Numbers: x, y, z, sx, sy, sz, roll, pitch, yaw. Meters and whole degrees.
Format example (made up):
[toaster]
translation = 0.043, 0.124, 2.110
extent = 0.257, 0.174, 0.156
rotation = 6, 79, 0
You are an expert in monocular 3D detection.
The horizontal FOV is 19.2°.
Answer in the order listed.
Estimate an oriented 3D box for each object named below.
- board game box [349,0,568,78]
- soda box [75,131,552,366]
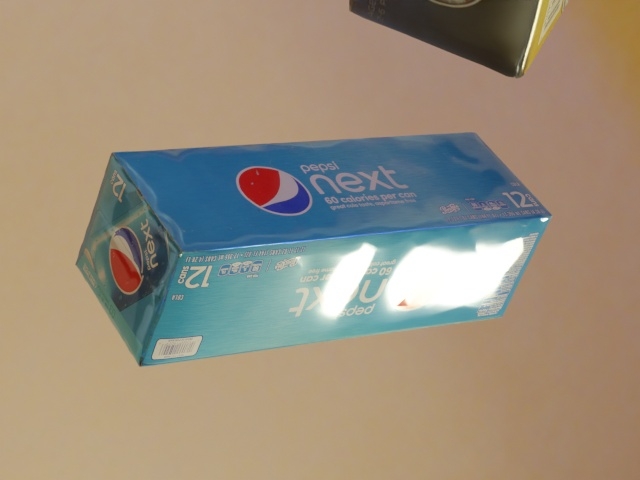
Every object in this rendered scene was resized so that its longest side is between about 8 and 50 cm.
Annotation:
[board game box]
translation = 0.070, -0.172, 0.354
extent = 0.165, 0.042, 0.243
rotation = -56, 164, -40
[soda box]
translation = 0.000, 0.000, 0.870
extent = 0.071, 0.210, 0.067
rotation = 52, -48, 37
